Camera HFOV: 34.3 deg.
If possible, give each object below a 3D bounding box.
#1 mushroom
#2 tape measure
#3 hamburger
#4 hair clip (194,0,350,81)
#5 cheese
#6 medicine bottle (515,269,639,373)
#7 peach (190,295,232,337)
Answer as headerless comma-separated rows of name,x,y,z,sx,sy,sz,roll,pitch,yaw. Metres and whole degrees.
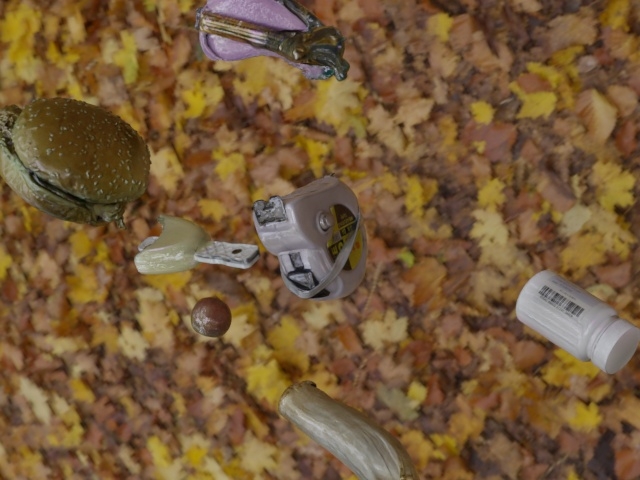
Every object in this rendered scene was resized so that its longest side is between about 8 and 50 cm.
mushroom,0.053,0.356,1.823,0.351,0.122,0.095,31,106,44
tape measure,0.000,0.000,1.670,0.120,0.236,0.197,-11,99,32
hamburger,-0.345,-0.117,1.426,0.215,0.189,0.122,23,123,-27
hair clip,-0.088,-0.318,1.563,0.358,0.095,0.110,31,151,49
cheese,-0.190,0.013,1.594,0.235,0.127,0.050,6,125,32
medicine bottle,0.419,0.132,1.691,0.186,0.102,0.103,35,129,39
peach,-0.212,0.148,2.015,0.083,0.083,0.083,16,119,31
